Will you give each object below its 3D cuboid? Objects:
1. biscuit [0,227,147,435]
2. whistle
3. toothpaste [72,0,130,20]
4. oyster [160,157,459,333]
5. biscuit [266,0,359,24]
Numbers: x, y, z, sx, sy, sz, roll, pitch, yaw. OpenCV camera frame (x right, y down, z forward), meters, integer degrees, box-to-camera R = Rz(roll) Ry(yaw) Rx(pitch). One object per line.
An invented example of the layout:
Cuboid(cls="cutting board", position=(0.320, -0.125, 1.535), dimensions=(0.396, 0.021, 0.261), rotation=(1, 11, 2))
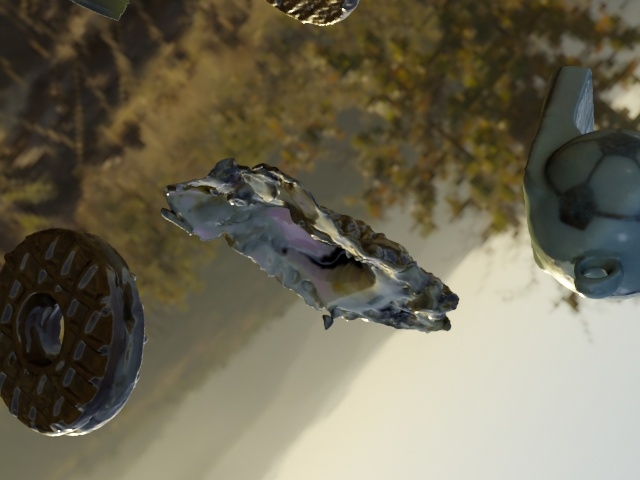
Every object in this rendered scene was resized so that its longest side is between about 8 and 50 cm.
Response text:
Cuboid(cls="biscuit", position=(-0.395, 0.140, 2.384), dimensions=(0.103, 0.332, 0.332), rotation=(4, 133, -48))
Cuboid(cls="whistle", position=(0.263, -0.044, 1.382), dimensions=(0.163, 0.163, 0.289), rotation=(-53, -172, 41))
Cuboid(cls="toothpaste", position=(-0.181, -0.389, 1.669), dimensions=(0.313, 0.071, 0.089), rotation=(-56, -158, 31))
Cuboid(cls="oyster", position=(-0.001, -0.002, 1.684), dimensions=(0.201, 0.354, 0.107), rotation=(-19, -137, 47))
Cuboid(cls="biscuit", position=(-0.039, -0.327, 1.740), dimensions=(0.036, 0.212, 0.212), rotation=(-50, 177, -23))
